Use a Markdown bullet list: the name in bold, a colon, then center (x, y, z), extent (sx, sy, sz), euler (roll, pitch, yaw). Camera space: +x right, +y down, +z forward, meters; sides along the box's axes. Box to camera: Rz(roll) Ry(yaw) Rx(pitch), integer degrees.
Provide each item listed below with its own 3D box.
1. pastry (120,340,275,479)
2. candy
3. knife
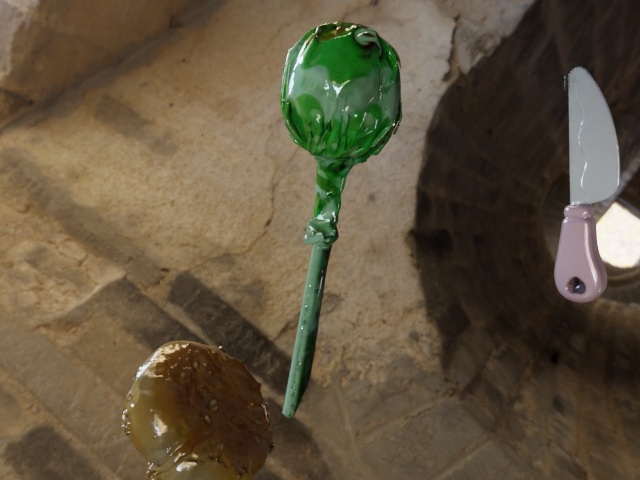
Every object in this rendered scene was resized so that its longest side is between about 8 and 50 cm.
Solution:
- **pastry**: center (-0.245, 0.355, 1.112), extent (0.315, 0.184, 0.284), euler (46, -150, -11)
- **candy**: center (0.000, 0.001, 0.445), extent (0.097, 0.323, 0.097), euler (8, -163, -2)
- **knife**: center (0.378, -0.075, 0.804), extent (0.081, 0.336, 0.043), euler (7, -167, 43)
